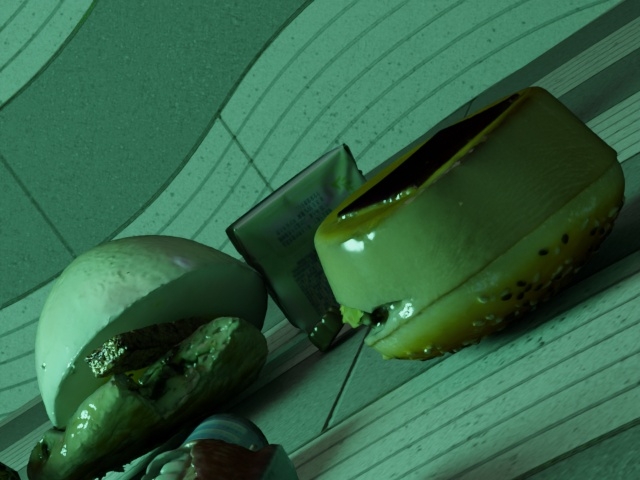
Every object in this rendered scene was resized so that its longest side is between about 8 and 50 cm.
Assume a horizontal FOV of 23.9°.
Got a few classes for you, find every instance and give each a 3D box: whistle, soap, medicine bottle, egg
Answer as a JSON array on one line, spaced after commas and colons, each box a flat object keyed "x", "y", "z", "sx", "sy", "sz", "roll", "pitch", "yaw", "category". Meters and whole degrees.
[{"x": -0.099, "y": 0.248, "z": 1.042, "sx": 0.142, "sy": 0.133, "sz": 0.346, "roll": -22, "pitch": 20, "yaw": 27, "category": "whistle"}, {"x": 0.000, "y": 0.000, "z": 2.049, "sx": 0.199, "sy": 0.182, "sz": 0.138, "roll": -37, "pitch": 5, "yaw": -10, "category": "soap"}, {"x": -0.115, "y": 0.235, "z": 1.371, "sx": 0.083, "sy": 0.083, "sz": 0.203, "roll": -32, "pitch": 7, "yaw": 27, "category": "medicine bottle"}, {"x": -0.254, "y": 0.103, "z": 2.004, "sx": 0.337, "sy": 0.201, "sz": 0.337, "roll": -31, "pitch": -32, "yaw": -22, "category": "egg"}]

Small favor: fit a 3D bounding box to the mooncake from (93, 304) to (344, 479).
[{"x": -0.105, "y": 0.196, "z": 1.802, "sx": 0.347, "sy": 0.057, "sz": 0.150, "roll": -30, "pitch": -21, "yaw": -29, "category": "mooncake"}]

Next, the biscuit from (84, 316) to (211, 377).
[{"x": -0.203, "y": 0.128, "z": 1.834, "sx": 0.064, "sy": 0.034, "sz": 0.199, "roll": -41, "pitch": -17, "yaw": 25, "category": "biscuit"}]

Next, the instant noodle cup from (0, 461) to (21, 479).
[{"x": -0.435, "y": 0.342, "z": 1.734, "sx": 0.240, "sy": 0.240, "sz": 0.178, "roll": -35, "pitch": -2, "yaw": 3, "category": "instant noodle cup"}]

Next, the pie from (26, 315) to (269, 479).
[{"x": -0.211, "y": 0.208, "z": 1.855, "sx": 0.338, "sy": 0.075, "sz": 0.337, "roll": -33, "pitch": -14, "yaw": -9, "category": "pie"}]

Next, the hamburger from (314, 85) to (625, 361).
[{"x": 0.141, "y": -0.009, "z": 1.391, "sx": 0.300, "sy": 0.176, "sz": 0.300, "roll": -34, "pitch": 6, "yaw": 4, "category": "hamburger"}]
